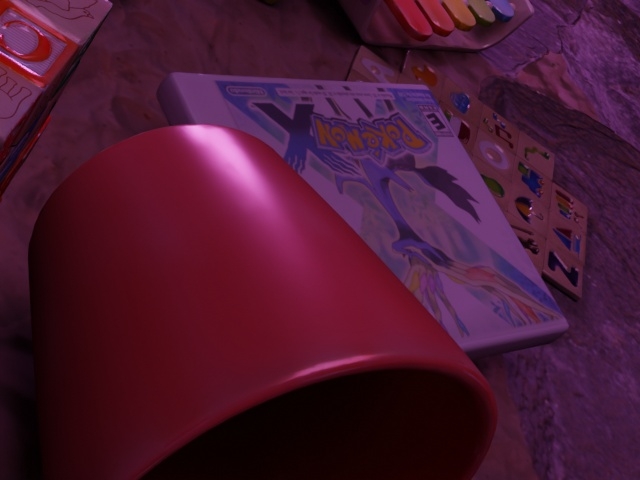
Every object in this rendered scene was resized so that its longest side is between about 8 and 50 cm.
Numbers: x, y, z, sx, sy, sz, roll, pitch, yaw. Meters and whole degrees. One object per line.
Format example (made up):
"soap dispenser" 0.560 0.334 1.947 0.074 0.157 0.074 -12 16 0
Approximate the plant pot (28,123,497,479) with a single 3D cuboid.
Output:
"plant pot" -0.065 0.075 0.698 0.275 0.275 0.243 5 41 -38

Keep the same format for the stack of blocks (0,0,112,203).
"stack of blocks" -0.226 -0.033 0.606 0.087 0.297 0.171 32 40 -12

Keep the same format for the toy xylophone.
"toy xylophone" 0.109 -0.328 1.351 0.322 0.081 0.236 -17 66 -48

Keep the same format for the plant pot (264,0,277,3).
"plant pot" -0.032 -0.435 1.166 0.227 0.207 0.228 42 39 -34

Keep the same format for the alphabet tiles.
"alphabet tiles" 0.164 -0.079 1.224 0.342 0.011 0.285 34 39 -12

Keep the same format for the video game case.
"video game case" 0.047 -0.022 0.975 0.329 0.036 0.300 -5 59 -43
